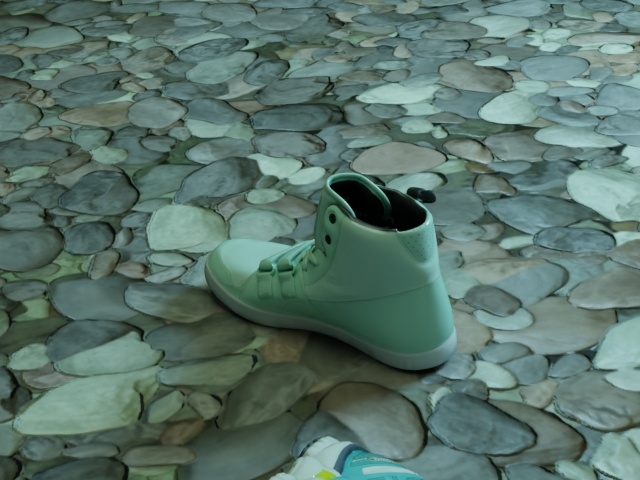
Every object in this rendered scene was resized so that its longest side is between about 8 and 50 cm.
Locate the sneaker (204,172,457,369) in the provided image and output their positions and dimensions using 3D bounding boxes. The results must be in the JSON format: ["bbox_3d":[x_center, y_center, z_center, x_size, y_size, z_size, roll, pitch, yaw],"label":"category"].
[{"bbox_3d":[0.001,0.000,1.091,0.256,0.151,0.094,16,36,36],"label":"sneaker"}]

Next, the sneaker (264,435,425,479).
[{"bbox_3d":[0.014,0.184,0.756,0.110,0.107,0.275,16,16,12],"label":"sneaker"}]
